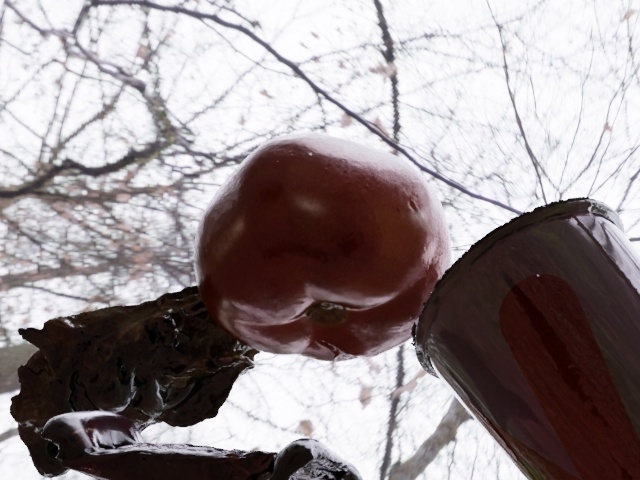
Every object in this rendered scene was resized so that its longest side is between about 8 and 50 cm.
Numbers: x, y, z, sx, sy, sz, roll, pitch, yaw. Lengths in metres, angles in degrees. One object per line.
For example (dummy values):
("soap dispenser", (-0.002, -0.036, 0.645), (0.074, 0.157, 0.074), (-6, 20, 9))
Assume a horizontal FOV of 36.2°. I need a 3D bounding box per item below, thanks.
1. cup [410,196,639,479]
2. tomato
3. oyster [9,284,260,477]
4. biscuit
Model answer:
("cup", (0.217, 0.134, 0.684), (0.203, 0.203, 0.288), (-43, -129, 10))
("tomato", (0.000, 0.000, 1.138), (0.298, 0.299, 0.226), (-8, -127, 14))
("oyster", (-0.209, 0.183, 1.247), (0.361, 0.096, 0.221), (-12, -54, -16))
("biscuit", (-0.086, 0.171, 0.741), (0.235, 0.151, 0.063), (3, -101, 18))
